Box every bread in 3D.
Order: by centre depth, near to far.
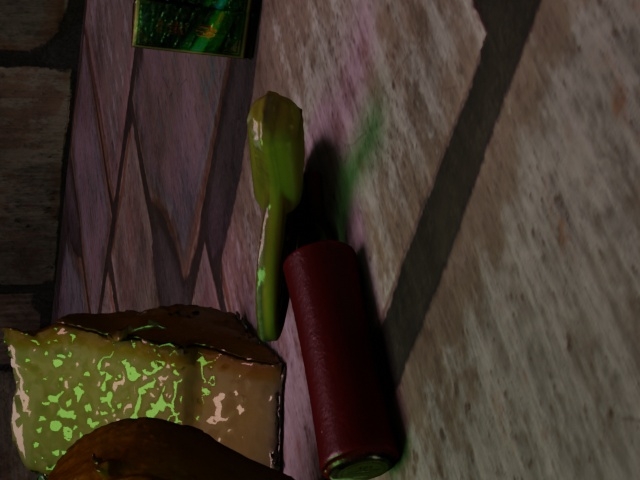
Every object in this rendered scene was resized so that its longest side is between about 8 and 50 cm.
[{"bbox_3d":[-0.153,0.357,1.553,0.337,0.358,0.204,-47,20,34],"label":"bread"},{"bbox_3d":[-0.212,0.215,1.800,0.279,0.315,0.248,21,113,61],"label":"bread"}]

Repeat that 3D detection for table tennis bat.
[{"bbox_3d":[-0.042,-0.035,1.501,0.369,0.054,0.224,90,-172,-60],"label":"table tennis bat"},{"bbox_3d":[0.000,0.000,1.557,0.098,0.019,0.155,144,120,-71],"label":"table tennis bat"}]

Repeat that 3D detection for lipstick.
[{"bbox_3d":[0.018,0.115,1.392,0.080,0.080,0.241,114,150,-54],"label":"lipstick"}]

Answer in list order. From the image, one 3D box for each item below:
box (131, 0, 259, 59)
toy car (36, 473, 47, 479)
[{"bbox_3d":[-0.153,-0.354,1.805,0.071,0.159,0.240,-101,17,-53],"label":"box"},{"bbox_3d":[-0.291,0.383,1.994,0.176,0.358,0.213,51,129,29],"label":"toy car"}]
